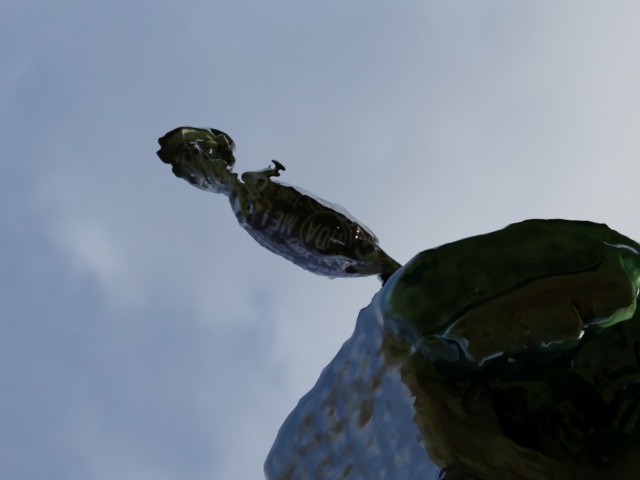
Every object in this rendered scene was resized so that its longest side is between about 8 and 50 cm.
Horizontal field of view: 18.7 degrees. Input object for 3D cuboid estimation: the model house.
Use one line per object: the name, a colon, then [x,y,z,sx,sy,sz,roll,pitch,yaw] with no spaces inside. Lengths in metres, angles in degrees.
model house: [0.053,0.063,0.370,0.100,0.088,0.100,24,-149,-28]

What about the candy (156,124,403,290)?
candy: [0.000,0.000,1.169,0.226,0.051,0.094,35,-176,4]
